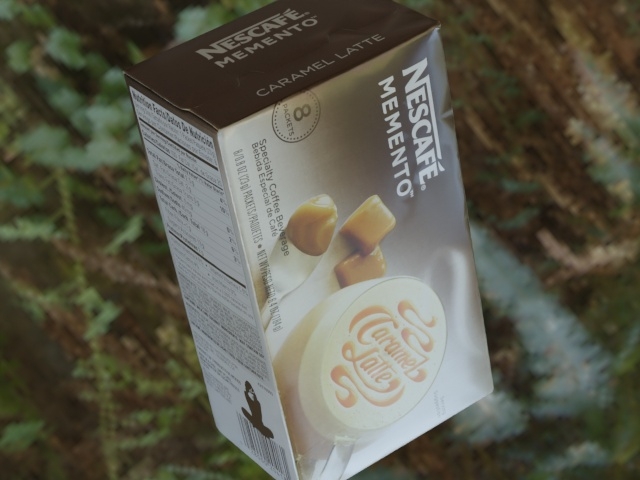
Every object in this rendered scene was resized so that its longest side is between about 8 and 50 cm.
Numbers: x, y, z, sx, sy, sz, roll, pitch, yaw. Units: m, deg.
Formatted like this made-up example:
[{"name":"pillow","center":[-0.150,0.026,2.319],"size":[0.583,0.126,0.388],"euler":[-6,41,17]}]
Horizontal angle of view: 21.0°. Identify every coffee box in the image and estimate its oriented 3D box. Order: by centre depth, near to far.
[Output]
[{"name":"coffee box","center":[0.000,0.000,0.944],"size":[0.141,0.246,0.098],"euler":[-28,-143,-24]}]
